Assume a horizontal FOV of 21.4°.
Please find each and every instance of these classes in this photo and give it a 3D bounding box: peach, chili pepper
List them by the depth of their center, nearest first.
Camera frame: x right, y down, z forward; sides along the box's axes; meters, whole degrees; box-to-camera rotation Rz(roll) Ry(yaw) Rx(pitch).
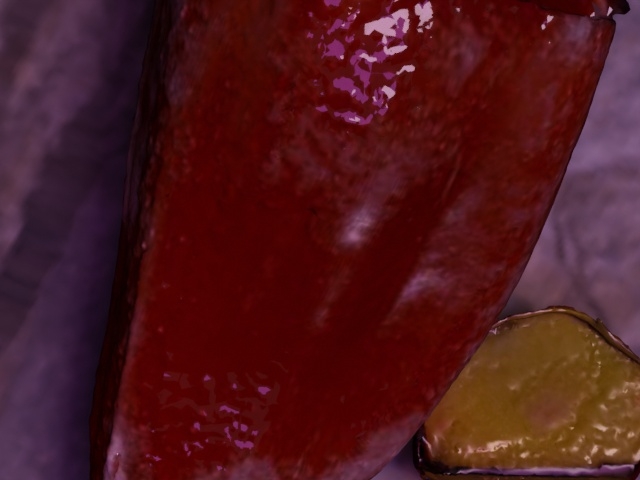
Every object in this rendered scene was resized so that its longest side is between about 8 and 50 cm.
[{"bbox_3d":[0.000,0.000,0.563,0.144,0.136,0.252,-6,118,-57],"label":"chili pepper"},{"bbox_3d":[0.075,0.067,0.607,0.083,0.050,0.077,-41,82,-13],"label":"peach"}]
